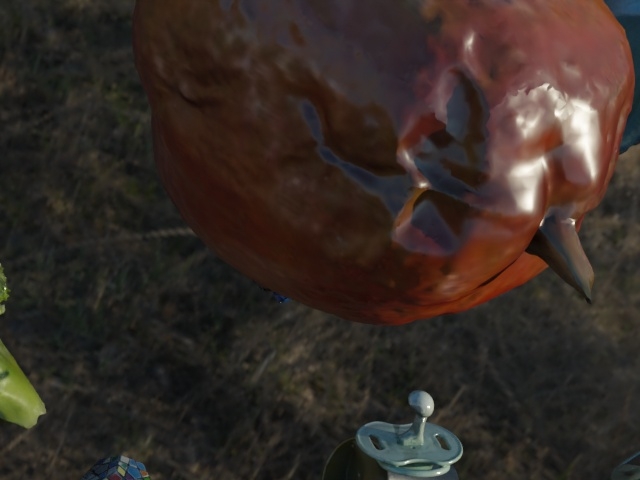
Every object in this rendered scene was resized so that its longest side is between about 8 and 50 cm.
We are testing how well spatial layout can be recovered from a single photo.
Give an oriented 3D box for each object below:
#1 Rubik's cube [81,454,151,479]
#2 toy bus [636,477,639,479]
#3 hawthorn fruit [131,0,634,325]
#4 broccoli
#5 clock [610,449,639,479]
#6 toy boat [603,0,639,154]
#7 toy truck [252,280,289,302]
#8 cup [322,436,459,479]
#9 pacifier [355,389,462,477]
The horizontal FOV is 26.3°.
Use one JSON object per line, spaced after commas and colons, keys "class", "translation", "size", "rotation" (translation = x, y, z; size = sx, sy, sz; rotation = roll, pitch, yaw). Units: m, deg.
{"class": "Rubik's cube", "translation": [-0.299, 0.370, 2.017], "size": [0.093, 0.111, 0.111], "rotation": [61, 36, -20]}
{"class": "toy bus", "translation": [0.250, 0.390, 1.330], "size": [0.194, 0.323, 0.162], "rotation": [42, 32, -4]}
{"class": "hawthorn fruit", "translation": [0.024, -0.057, 0.494], "size": [0.179, 0.173, 0.173], "rotation": [3, 20, 42]}
{"class": "broccoli", "translation": [-0.539, 0.136, 2.004], "size": [0.186, 0.302, 0.254], "rotation": [-7, 73, 5]}
{"class": "clock", "translation": [0.459, 0.357, 1.653], "size": [0.200, 0.146, 0.243], "rotation": [-29, 84, -12]}
{"class": "toy boat", "translation": [0.199, -0.135, 0.878], "size": [0.088, 0.215, 0.102], "rotation": [30, 63, -1]}
{"class": "toy truck", "translation": [0.000, 0.000, 1.579], "size": [0.113, 0.208, 0.126], "rotation": [-27, 72, -28]}
{"class": "cup", "translation": [0.137, 0.409, 2.214], "size": [0.239, 0.166, 0.177], "rotation": [14, -7, 44]}
{"class": "pacifier", "translation": [0.127, 0.261, 1.863], "size": [0.150, 0.116, 0.126], "rotation": [7, 25, -11]}
